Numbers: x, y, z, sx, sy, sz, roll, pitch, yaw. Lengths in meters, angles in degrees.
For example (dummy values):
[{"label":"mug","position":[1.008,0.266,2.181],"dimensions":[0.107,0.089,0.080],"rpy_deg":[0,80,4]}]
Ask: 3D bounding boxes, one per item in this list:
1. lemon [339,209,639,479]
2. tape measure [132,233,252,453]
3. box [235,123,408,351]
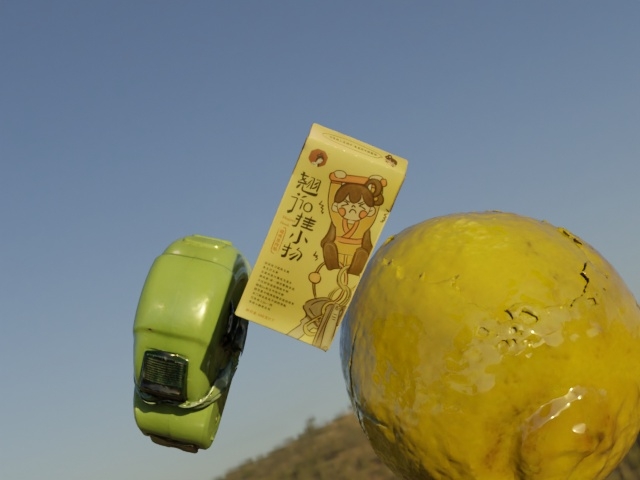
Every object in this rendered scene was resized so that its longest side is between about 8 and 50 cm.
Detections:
[{"label":"lemon","position":[0.159,0.111,1.127],"dimensions":[0.297,0.297,0.297],"rpy_deg":[-17,-11,-4]},{"label":"tape measure","position":[-0.105,0.074,1.032],"dimensions":[0.087,0.177,0.154],"rpy_deg":[10,-23,9]},{"label":"box","position":[0.000,0.000,0.837],"dimensions":[0.073,0.149,0.020],"rpy_deg":[21,19,-3]}]
